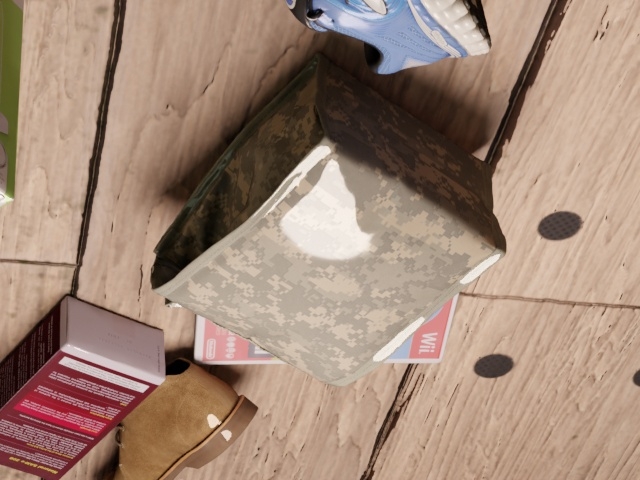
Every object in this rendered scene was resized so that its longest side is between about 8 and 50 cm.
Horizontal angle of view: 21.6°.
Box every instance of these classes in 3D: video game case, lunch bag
[{"bbox_3d":[0.007,0.066,1.837,0.285,0.025,0.204,0,139,-7],"label":"video game case"},{"bbox_3d":[0.000,0.000,1.643,0.235,0.169,0.287,30,122,-26],"label":"lunch bag"}]

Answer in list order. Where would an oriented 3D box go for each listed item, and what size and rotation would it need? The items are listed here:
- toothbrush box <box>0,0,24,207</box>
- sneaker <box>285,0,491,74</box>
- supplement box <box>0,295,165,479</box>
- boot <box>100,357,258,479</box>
[{"bbox_3d":[-0.348,-0.161,1.332,0.122,0.283,0.206,-27,136,24],"label":"toothbrush box"},{"bbox_3d":[0.020,-0.243,1.403,0.147,0.129,0.330,-24,136,16],"label":"sneaker"},{"bbox_3d":[-0.291,0.171,1.884,0.130,0.073,0.239,24,130,-31],"label":"supplement box"},{"bbox_3d":[-0.198,0.230,1.966,0.115,0.112,0.305,42,133,-7],"label":"boot"}]
